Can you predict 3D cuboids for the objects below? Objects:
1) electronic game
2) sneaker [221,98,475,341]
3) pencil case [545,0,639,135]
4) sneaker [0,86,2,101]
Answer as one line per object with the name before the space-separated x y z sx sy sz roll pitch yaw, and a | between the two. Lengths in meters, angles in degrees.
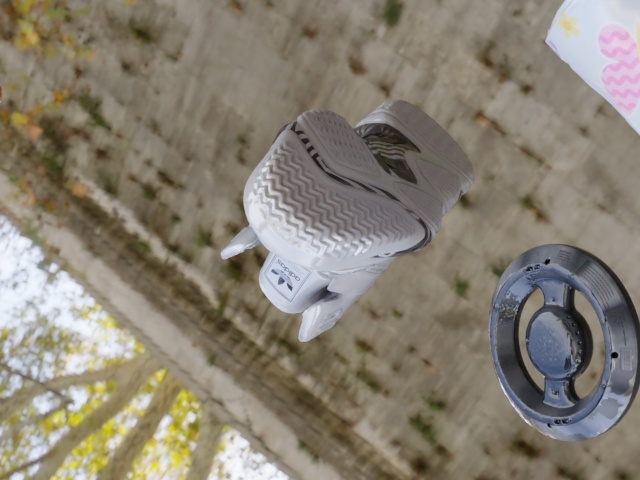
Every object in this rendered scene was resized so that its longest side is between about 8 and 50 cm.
electronic game | 0.278 0.118 1.275 0.048 0.229 0.229 -5 -134 -35
sneaker | 0.000 0.000 0.931 0.137 0.210 0.366 46 -156 6
pencil case | 0.262 -0.076 0.650 0.273 0.124 0.113 46 -143 7
sneaker | -0.342 -0.080 0.916 0.099 0.121 0.262 36 -159 -30
